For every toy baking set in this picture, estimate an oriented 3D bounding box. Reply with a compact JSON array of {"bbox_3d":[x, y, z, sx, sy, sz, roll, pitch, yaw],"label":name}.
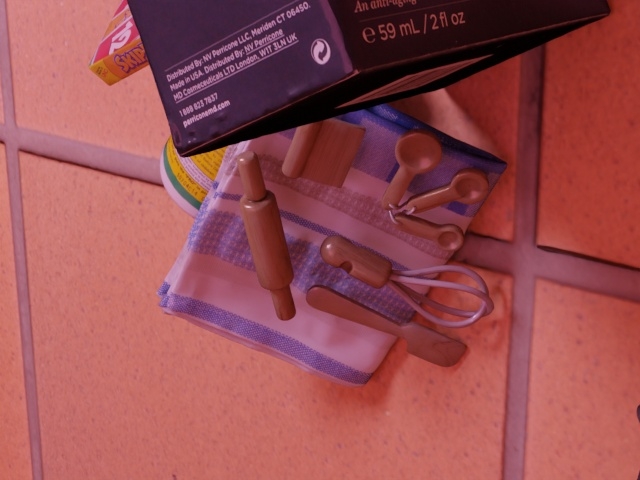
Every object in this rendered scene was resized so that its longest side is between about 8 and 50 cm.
[{"bbox_3d":[0.038,0.011,1.030,0.197,0.030,0.256,0,126,10],"label":"toy baking set"}]

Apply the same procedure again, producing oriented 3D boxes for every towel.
[{"bbox_3d":[0.000,0.000,1.072,0.209,0.034,0.285,24,129,-8],"label":"towel"}]

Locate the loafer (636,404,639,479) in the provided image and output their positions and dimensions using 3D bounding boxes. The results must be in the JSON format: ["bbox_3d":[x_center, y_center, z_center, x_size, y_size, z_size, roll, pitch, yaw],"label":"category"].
[{"bbox_3d":[0.258,0.131,0.944,0.061,0.062,0.170,18,114,42],"label":"loafer"}]

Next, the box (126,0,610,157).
[{"bbox_3d":[0.010,-0.243,0.874,0.183,0.296,0.294,-20,91,44],"label":"box"}]

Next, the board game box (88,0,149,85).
[{"bbox_3d":[-0.095,-0.224,1.103,0.259,0.124,0.039,-16,134,42],"label":"board game box"}]

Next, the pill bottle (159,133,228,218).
[{"bbox_3d":[-0.046,-0.112,1.092,0.117,0.118,0.208,51,130,17],"label":"pill bottle"}]
